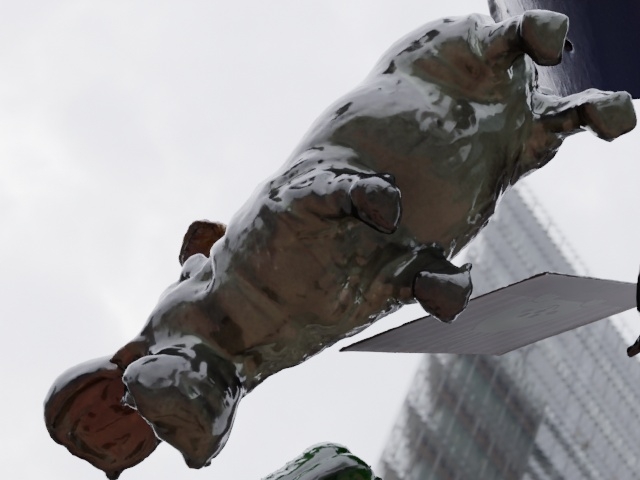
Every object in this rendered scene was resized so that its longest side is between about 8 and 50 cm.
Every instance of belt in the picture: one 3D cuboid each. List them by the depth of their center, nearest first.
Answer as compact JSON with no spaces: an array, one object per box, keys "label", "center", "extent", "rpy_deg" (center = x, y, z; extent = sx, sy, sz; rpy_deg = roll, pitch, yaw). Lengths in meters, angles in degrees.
[{"label":"belt","center":[0.274,-0.212,1.310],"extent":[0.212,0.347,0.117],"rpy_deg":[-26,-72,-7]}]

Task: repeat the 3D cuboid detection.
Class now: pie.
[{"label":"pie","center":[-0.052,0.023,1.320],"extent":[0.191,0.033,0.088],"rpy_deg":[13,-28,-36]}]

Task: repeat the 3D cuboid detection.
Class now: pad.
[{"label":"pad","center":[0.175,0.069,1.314],"extent":[0.202,0.300,0.005],"rpy_deg":[-23,-106,29]}]

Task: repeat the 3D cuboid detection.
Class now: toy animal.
[{"label":"toy animal","center":[0.001,0.006,0.778],"extent":[0.106,0.343,0.168],"rpy_deg":[52,-8,-18]}]

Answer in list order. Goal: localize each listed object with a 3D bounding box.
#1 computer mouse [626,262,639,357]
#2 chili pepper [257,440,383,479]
[{"label":"computer mouse","center":[0.352,0.013,1.237],"extent":[0.088,0.264,0.147],"rpy_deg":[31,-19,43]},{"label":"chili pepper","center":[-0.055,0.243,1.137],"extent":[0.083,0.253,0.099],"rpy_deg":[5,-63,51]}]
